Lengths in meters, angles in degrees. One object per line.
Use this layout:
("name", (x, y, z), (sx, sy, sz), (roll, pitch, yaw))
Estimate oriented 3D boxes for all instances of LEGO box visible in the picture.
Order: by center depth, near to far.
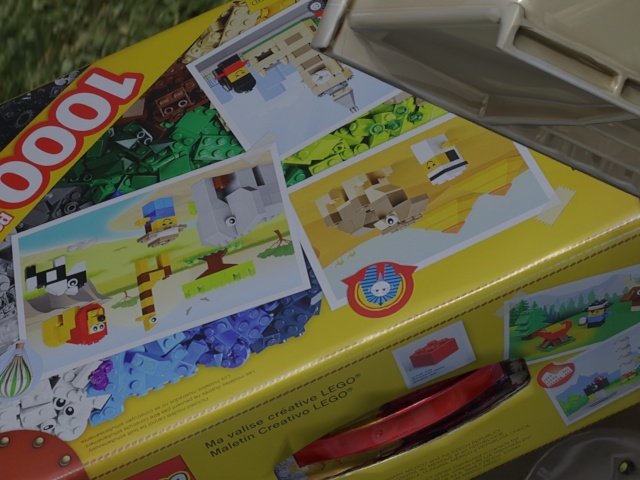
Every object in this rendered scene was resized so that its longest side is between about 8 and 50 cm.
("LEGO box", (0.000, 0.000, 1.236), (0.500, 0.193, 0.372), (-24, 47, 0))

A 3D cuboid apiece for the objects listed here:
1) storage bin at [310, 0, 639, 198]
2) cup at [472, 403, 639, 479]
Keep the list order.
("storage bin", (0.176, -0.134, 0.556), (0.260, 0.123, 0.262), (22, 87, -22))
("cup", (0.226, 0.191, 1.509), (0.331, 0.237, 0.331), (-12, 52, 16))
